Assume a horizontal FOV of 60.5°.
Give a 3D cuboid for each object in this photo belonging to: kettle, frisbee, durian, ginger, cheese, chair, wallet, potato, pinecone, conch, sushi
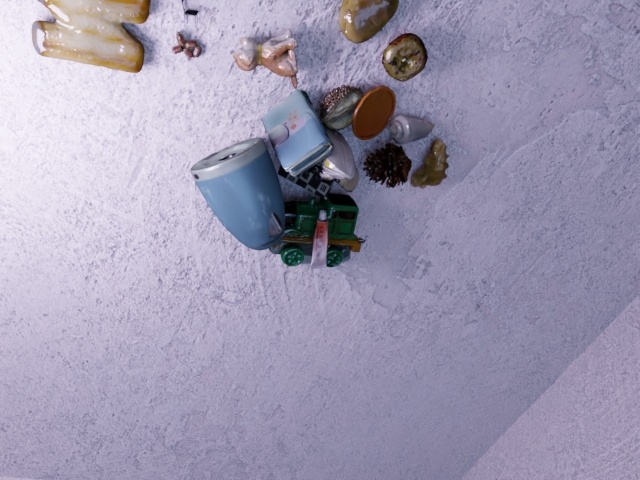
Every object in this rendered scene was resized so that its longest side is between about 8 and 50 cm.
[{"bbox_3d":[-0.253,-0.129,1.789,0.247,0.319,0.342,-36,116,-29],"label":"kettle"},{"bbox_3d":[0.171,-0.423,1.814,0.192,0.035,0.192,-31,144,-25],"label":"frisbee"},{"bbox_3d":[0.049,-0.431,1.760,0.188,0.091,0.148,-35,153,-17],"label":"durian"},{"bbox_3d":[0.418,-0.265,1.998,0.115,0.081,0.205,31,126,3],"label":"ginger"},{"bbox_3d":[0.089,-0.229,1.912,0.092,0.047,0.171,-58,154,-7],"label":"cheese"},{"bbox_3d":[-0.364,-0.640,1.529,0.042,0.037,0.086,-1,131,0],"label":"chair"},{"bbox_3d":[-0.075,-0.334,1.699,0.176,0.250,0.075,-33,148,16],"label":"wallet"},{"bbox_3d":[0.149,-0.674,1.626,0.200,0.081,0.164,-42,126,19],"label":"potato"},{"bbox_3d":[0.233,-0.259,1.907,0.173,0.173,0.174,-8,127,-10],"label":"pinecone"},{"bbox_3d":[0.307,-0.384,1.896,0.176,0.094,0.104,-18,119,-37],"label":"conch"},{"bbox_3d":[-0.036,-0.266,1.881,0.210,0.040,0.193,23,88,-28],"label":"sushi"}]

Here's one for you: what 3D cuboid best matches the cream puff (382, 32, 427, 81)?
[{"bbox_3d":[0.260,-0.578,1.723,0.149,0.084,0.149,-5,124,-8],"label":"cream puff"}]

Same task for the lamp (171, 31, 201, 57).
[{"bbox_3d":[-0.385,-0.561,1.588,0.083,0.031,0.063,13,122,-28],"label":"lamp"}]

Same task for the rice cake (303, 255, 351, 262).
[{"bbox_3d":[-0.001,0.067,2.124,0.226,0.085,0.040,-2,81,-15],"label":"rice cake"}]

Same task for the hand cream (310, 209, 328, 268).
[{"bbox_3d":[-0.001,-0.001,1.899,0.052,0.038,0.216,7,112,8],"label":"hand cream"}]

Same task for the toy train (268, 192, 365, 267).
[{"bbox_3d":[-0.027,-0.048,1.975,0.429,0.178,0.249,4,118,-19],"label":"toy train"}]

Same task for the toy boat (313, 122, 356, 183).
[{"bbox_3d":[0.031,-0.271,1.767,0.140,0.269,0.141,-3,138,-3],"label":"toy boat"}]

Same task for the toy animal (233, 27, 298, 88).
[{"bbox_3d":[-0.161,-0.520,1.640,0.185,0.104,0.184,-15,135,-10],"label":"toy animal"}]

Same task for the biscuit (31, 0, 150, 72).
[{"bbox_3d":[-0.617,-0.590,1.479,0.290,0.062,0.237,5,123,-19],"label":"biscuit"}]
